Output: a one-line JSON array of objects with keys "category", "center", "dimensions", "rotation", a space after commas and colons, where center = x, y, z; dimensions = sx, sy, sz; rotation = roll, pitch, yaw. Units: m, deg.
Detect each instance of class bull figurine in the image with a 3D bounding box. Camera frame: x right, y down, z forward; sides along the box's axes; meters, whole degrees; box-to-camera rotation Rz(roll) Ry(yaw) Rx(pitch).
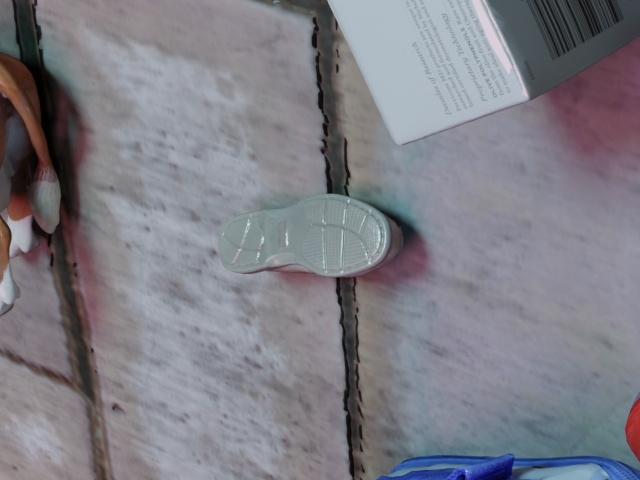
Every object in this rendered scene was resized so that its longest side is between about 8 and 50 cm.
[{"category": "bull figurine", "center": [-0.284, -0.069, 1.242], "dimensions": [0.310, 0.101, 0.188], "rotation": [15, 129, 41]}]

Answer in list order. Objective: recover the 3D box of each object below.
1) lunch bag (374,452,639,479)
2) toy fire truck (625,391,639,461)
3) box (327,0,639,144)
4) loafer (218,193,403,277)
[{"category": "lunch bag", "center": [0.105, 0.217, 0.986], "dimensions": [0.303, 0.115, 0.243], "rotation": [-16, 97, 64]}, {"category": "toy fire truck", "center": [0.202, 0.153, 0.941], "dimensions": [0.192, 0.047, 0.135], "rotation": [54, 142, 5]}, {"category": "box", "center": [0.071, -0.111, 0.854], "dimensions": [0.087, 0.101, 0.102], "rotation": [-19, 100, 50]}, {"category": "loafer", "center": [0.000, 0.000, 1.056], "dimensions": [0.125, 0.039, 0.045], "rotation": [-2, 80, 43]}]
